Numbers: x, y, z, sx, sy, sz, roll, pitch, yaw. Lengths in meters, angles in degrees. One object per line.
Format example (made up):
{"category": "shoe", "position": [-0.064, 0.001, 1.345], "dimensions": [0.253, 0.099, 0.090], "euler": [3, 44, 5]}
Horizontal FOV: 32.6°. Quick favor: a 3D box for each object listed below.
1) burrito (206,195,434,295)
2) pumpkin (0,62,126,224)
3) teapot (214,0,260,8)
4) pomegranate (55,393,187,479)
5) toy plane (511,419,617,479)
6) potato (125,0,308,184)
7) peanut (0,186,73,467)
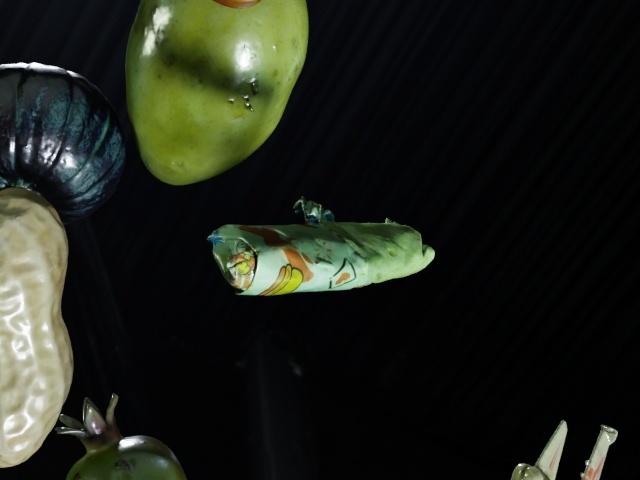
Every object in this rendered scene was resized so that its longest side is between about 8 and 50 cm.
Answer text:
{"category": "burrito", "position": [0.000, 0.000, 1.024], "dimensions": [0.288, 0.054, 0.104], "euler": [-1, -132, -46]}
{"category": "pumpkin", "position": [-0.365, -0.088, 1.359], "dimensions": [0.248, 0.248, 0.248], "euler": [29, -159, -12]}
{"category": "teapot", "position": [-0.141, -0.312, 0.995], "dimensions": [0.135, 0.178, 0.252], "euler": [-35, -90, -33]}
{"category": "pomegranate", "position": [-0.290, 0.330, 1.559], "dimensions": [0.224, 0.181, 0.181], "euler": [69, -158, -4]}
{"category": "toy plane", "position": [0.216, 0.295, 1.055], "dimensions": [0.104, 0.256, 0.242], "euler": [27, -125, 33]}
{"category": "potato", "position": [-0.130, -0.210, 1.308], "dimensions": [0.216, 0.304, 0.216], "euler": [17, -140, -15]}
{"category": "peanut", "position": [-0.326, 0.095, 1.141], "dimensions": [0.136, 0.298, 0.120], "euler": [-10, -164, -39]}
